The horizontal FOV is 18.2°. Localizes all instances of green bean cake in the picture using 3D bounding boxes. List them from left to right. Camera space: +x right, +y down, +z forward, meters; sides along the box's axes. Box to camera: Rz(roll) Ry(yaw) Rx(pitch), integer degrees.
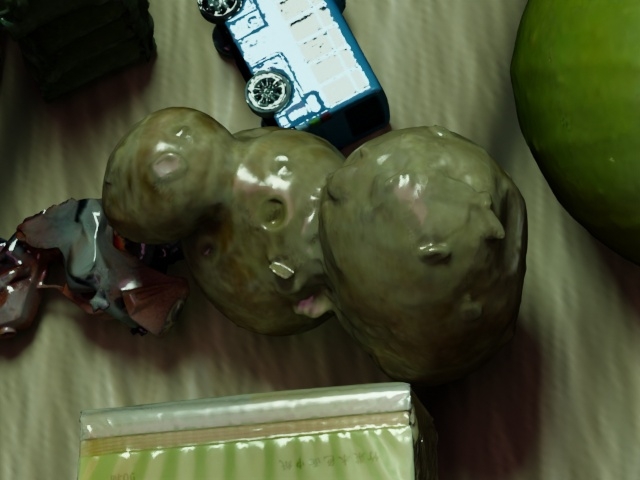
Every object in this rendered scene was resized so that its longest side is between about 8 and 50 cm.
[{"bbox_3d":[-0.219,-0.254,1.501,0.132,0.241,0.255,-23,70,-4],"label":"green bean cake"}]

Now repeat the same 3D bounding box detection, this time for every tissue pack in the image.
[{"bbox_3d":[-0.039,0.175,1.382,0.234,0.159,0.125,-5,72,8],"label":"tissue pack"}]

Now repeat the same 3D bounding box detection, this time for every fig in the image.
[{"bbox_3d":[0.266,-0.116,1.365,0.316,0.316,0.316,-3,73,9],"label":"fig"}]

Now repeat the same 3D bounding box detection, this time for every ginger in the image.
[{"bbox_3d":[0.000,0.000,1.395,0.304,0.244,0.155,11,69,21],"label":"ginger"}]

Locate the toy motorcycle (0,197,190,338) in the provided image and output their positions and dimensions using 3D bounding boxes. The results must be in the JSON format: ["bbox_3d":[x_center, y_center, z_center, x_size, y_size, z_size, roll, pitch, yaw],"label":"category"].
[{"bbox_3d":[-0.184,0.031,1.493,0.213,0.084,0.118,-16,72,13],"label":"toy motorcycle"}]

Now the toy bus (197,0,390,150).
[{"bbox_3d":[-0.026,-0.157,1.520,0.106,0.090,0.184,-27,73,0],"label":"toy bus"}]

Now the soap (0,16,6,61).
[{"bbox_3d":[-0.479,-0.193,1.575,0.446,0.156,0.261,5,74,10],"label":"soap"}]
